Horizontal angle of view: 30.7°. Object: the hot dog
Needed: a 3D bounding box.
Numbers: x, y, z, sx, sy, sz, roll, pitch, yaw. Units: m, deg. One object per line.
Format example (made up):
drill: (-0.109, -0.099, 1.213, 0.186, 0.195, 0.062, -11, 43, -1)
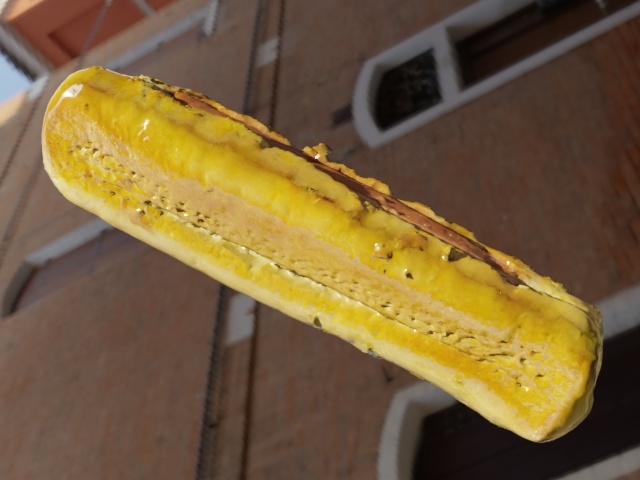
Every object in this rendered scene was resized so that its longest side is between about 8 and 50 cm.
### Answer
hot dog: (-0.002, 0.002, 0.539, 0.286, 0.087, 0.061, 32, -155, 12)
